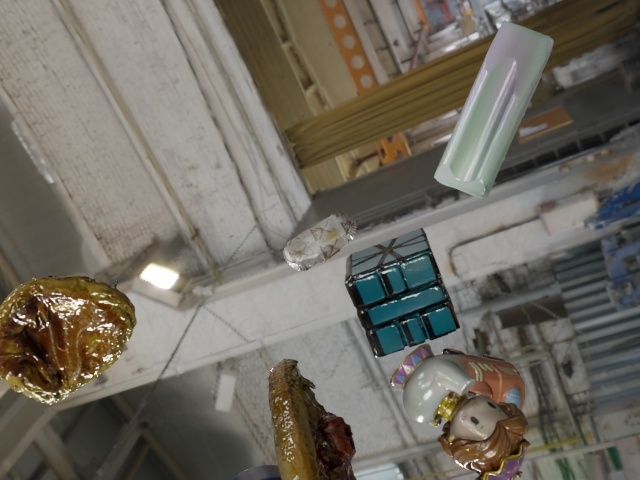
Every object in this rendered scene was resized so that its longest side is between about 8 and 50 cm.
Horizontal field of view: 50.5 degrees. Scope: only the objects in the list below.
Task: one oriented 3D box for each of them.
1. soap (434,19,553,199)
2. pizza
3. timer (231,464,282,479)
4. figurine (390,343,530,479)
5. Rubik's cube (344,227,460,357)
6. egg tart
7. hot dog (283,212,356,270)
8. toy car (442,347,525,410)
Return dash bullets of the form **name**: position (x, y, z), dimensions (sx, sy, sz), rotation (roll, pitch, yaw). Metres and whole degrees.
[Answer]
- **soap**: position (0.365, -0.266, 1.430), dimensions (0.346, 0.115, 0.208), rotation (-67, -13, 7)
- **pizza**: position (0.030, 0.446, 1.299), dimensions (0.406, 0.130, 0.440), rotation (59, -174, -25)
- **timer**: position (-0.081, 0.645, 1.466), dimensions (0.383, 0.270, 0.270), rotation (147, 105, -70)
- **figurine**: position (0.248, 0.303, 1.175), dimensions (0.263, 0.142, 0.189), rotation (42, 151, 28)
- **Rubik's cube**: position (0.252, 0.159, 2.142), dimensions (0.293, 0.289, 0.283), rotation (-79, -32, -78)
- **egg tart**: position (-0.587, 0.196, 1.538), dimensions (0.153, 0.339, 0.351), rotation (49, -177, 39)
- **hot dog**: position (0.000, 0.000, 1.623), dimensions (0.099, 0.192, 0.053), rotation (55, 178, 20)
- **toy car**: position (0.437, 0.410, 1.848), dimensions (0.212, 0.271, 0.180), rotation (-168, 89, -76)
